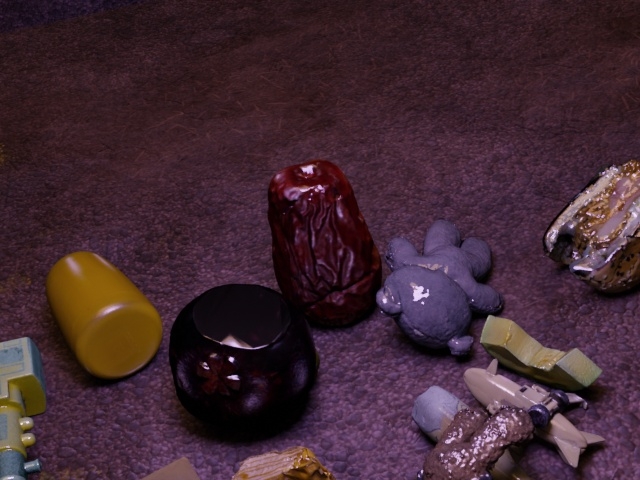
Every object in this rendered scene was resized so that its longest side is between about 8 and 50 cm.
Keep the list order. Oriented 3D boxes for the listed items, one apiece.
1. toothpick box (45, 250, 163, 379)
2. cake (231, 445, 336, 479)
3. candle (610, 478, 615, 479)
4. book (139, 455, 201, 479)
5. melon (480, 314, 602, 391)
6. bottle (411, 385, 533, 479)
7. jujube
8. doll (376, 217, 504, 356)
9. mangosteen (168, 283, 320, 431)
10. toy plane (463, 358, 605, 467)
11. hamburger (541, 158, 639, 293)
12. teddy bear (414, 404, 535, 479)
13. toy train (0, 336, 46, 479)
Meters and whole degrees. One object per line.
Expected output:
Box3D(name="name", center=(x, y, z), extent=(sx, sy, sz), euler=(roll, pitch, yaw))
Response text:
Box3D(name="toothpick box", center=(-0.436, 0.134, 2.032), extent=(0.175, 0.175, 0.271), euler=(-27, 39, -19))
Box3D(name="cake", center=(-0.048, 0.400, 1.716), extent=(0.185, 0.116, 0.080), euler=(-30, 25, 30))
Box3D(name="candle", center=(0.448, 0.435, 1.551), extent=(0.053, 0.048, 0.162), euler=(-30, 27, 35))
Box3D(name="book", center=(-0.291, 0.464, 1.705), extent=(0.230, 0.026, 0.161), euler=(-26, 42, -17))
Box3D(name="melon", center=(0.380, 0.203, 1.791), extent=(0.209, 0.118, 0.064), euler=(14, 58, 45))
Box3D(name="bottle", center=(0.260, 0.339, 1.677), extent=(0.083, 0.083, 0.269), euler=(-32, 48, -24))
Box3D(name="jujube", center=(0.000, 0.000, 1.946), extent=(0.216, 0.342, 0.216), euler=(-9, 42, 9))
Box3D(name="doll", center=(0.224, 0.092, 1.969), extent=(0.245, 0.158, 0.340), euler=(30, 30, 1))
Box3D(name="mangosteen", center=(-0.128, 0.190, 1.834), extent=(0.287, 0.233, 0.288), euler=(-2, 41, 2))
Box3D(name="toy plane", center=(0.339, 0.277, 1.697), extent=(0.244, 0.092, 0.229), euler=(37, 36, 24))
Box3D(name="hamburger", center=(0.576, -0.015, 1.964), extent=(0.288, 0.192, 0.167), euler=(-47, 39, -2))
Box3D(name="teddy bear", center=(0.213, 0.360, 1.570), extent=(0.182, 0.129, 0.251), euler=(-2, 69, 56))
Box3D(name="toy train", center=(-0.601, 0.346, 1.842), extent=(0.237, 0.150, 0.369), euler=(-13, 40, -11))
